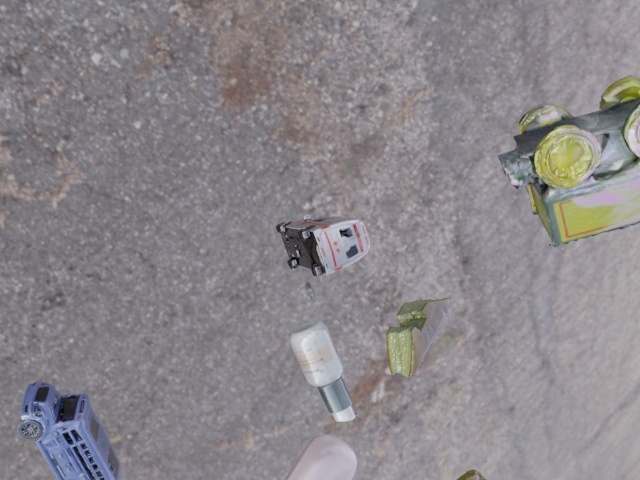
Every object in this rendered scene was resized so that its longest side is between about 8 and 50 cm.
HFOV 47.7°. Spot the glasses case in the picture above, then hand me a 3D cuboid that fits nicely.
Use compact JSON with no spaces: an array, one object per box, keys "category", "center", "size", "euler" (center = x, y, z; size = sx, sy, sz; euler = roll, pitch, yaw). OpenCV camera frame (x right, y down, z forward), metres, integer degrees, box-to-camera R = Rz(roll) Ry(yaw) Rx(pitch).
[{"category":"glasses case","center":[-0.036,0.530,1.459],"size":[0.297,0.113,0.075],"euler":[-53,179,-22]}]

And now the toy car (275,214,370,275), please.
[{"category":"toy car","center":[0.000,0.000,1.288],"size":[0.108,0.210,0.089],"euler":[-24,101,-18]}]

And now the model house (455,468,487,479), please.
[{"category":"model house","center":[0.304,0.523,1.230],"size":[0.268,0.239,0.173],"euler":[-22,133,-42]}]

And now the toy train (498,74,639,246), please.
[{"category":"toy train","center":[0.374,-0.102,0.948],"size":[0.261,0.134,0.177],"euler":[-16,113,11]}]

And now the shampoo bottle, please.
[{"category":"shampoo bottle","center":[0.009,0.242,1.312],"size":[0.074,0.192,0.074],"euler":[-22,-173,3]}]

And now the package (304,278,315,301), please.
[{"category":"package","center":[-0.023,0.112,1.633],"size":[0.015,0.037,0.110],"euler":[-32,-171,1]}]

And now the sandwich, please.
[{"category":"sandwich","center":[0.231,0.214,1.781],"size":[0.088,0.090,0.244],"euler":[51,56,-30]}]

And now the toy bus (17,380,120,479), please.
[{"category":"toy bus","center":[-0.549,0.440,1.599],"size":[0.133,0.125,0.292],"euler":[-17,117,-2]}]
